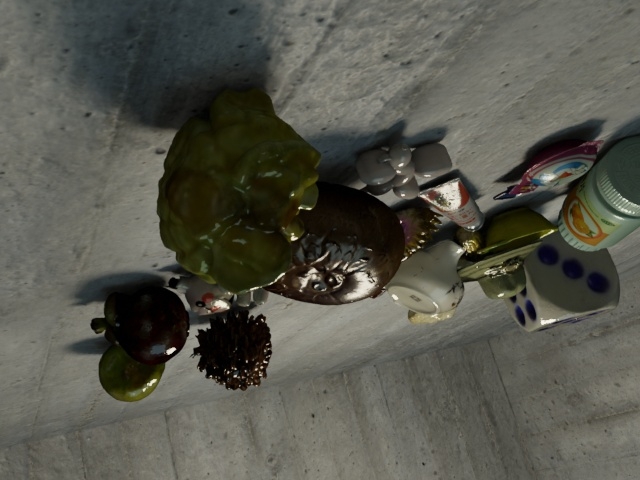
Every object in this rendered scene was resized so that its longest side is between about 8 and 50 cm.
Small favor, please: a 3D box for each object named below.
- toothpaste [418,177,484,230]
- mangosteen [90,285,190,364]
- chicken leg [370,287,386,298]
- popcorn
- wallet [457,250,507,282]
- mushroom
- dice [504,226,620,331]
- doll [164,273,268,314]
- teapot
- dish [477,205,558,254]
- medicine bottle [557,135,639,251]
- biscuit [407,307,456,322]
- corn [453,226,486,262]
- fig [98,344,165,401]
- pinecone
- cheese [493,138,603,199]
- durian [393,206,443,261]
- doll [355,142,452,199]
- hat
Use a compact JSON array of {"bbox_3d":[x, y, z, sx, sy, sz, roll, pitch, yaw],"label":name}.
[{"bbox_3d":[0.272,-0.076,1.400,0.089,0.057,0.234,-21,155,23],"label":"toothpaste"},{"bbox_3d":[-0.357,0.171,1.416,0.184,0.172,0.172,18,147,-28],"label":"mangosteen"},{"bbox_3d":[0.149,0.120,1.893,0.093,0.053,0.205,4,154,-13],"label":"chicken leg"},{"bbox_3d":[-0.095,-0.055,0.827,0.181,0.216,0.235,16,111,-22],"label":"popcorn"},{"bbox_3d":[0.428,0.064,1.970,0.169,0.044,0.317,-11,161,-4],"label":"wallet"},{"bbox_3d":[-0.003,0.014,1.185,0.297,0.163,0.278,11,158,-13],"label":"mushroom"},{"bbox_3d":[0.667,0.112,1.974,0.251,0.259,0.243,-12,161,-10],"label":"dice"},{"bbox_3d":[-0.197,0.091,1.413,0.192,0.095,0.149,-17,157,9],"label":"doll"},{"bbox_3d":[0.246,0.092,1.724,0.209,0.165,0.300,21,170,-14],"label":"teapot"},{"bbox_3d":[0.456,-0.030,1.647,0.208,0.080,0.149,-14,166,-10],"label":"dish"},{"bbox_3d":[0.628,-0.086,1.493,0.158,0.158,0.318,-15,162,-5],"label":"medicine bottle"},{"bbox_3d":[0.390,0.244,2.422,0.179,0.084,0.281,-18,163,4],"label":"biscuit"},{"bbox_3d":[0.369,0.009,1.707,0.072,0.071,0.203,-21,162,15],"label":"corn"},{"bbox_3d":[-0.498,0.323,1.804,0.167,0.167,0.234,-5,-164,-31],"label":"fig"},{"bbox_3d":[-0.227,0.279,1.800,0.222,0.221,0.221,-15,163,-5],"label":"pinecone"},{"bbox_3d":[0.439,-0.131,1.348,0.155,0.062,0.244,-6,161,-35],"label":"cheese"},{"bbox_3d":[0.114,0.033,1.479,0.341,0.112,0.191,-24,159,18],"label":"durian"},{"bbox_3d":[0.125,-0.115,1.123,0.160,0.059,0.161,-7,161,-31],"label":"doll"},{"bbox_3d":[0.455,0.092,1.749,0.252,0.109,0.252,-19,171,-3],"label":"hat"}]
